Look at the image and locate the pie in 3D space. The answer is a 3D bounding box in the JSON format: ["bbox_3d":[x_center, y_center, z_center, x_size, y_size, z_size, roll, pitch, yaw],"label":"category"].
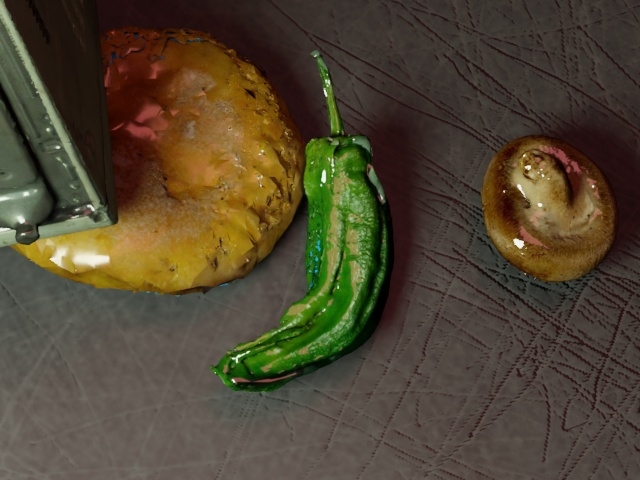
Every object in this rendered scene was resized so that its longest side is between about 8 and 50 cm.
[{"bbox_3d":[-0.145,-0.066,1.356,0.273,0.069,0.273,4,60,-7],"label":"pie"}]

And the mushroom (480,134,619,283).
[{"bbox_3d":[0.183,-0.026,1.364,0.109,0.085,0.126,29,56,-31],"label":"mushroom"}]

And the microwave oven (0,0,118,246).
[{"bbox_3d":[-0.372,-0.120,1.190,0.394,0.333,0.247,-11,59,4],"label":"microwave oven"}]

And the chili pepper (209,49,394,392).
[{"bbox_3d":[0.000,0.000,1.329,0.122,0.065,0.278,26,66,-32],"label":"chili pepper"}]
